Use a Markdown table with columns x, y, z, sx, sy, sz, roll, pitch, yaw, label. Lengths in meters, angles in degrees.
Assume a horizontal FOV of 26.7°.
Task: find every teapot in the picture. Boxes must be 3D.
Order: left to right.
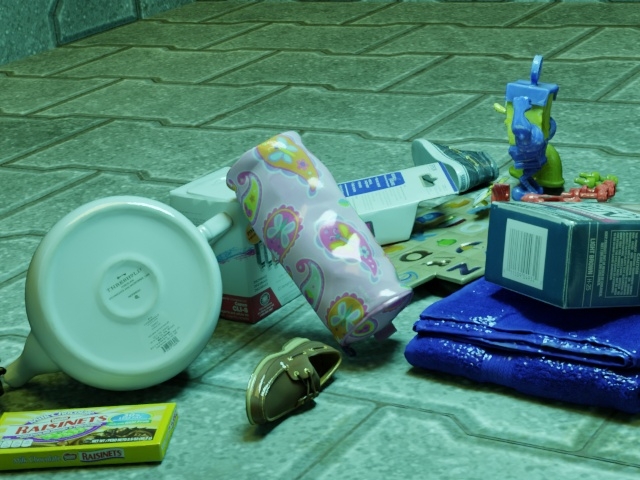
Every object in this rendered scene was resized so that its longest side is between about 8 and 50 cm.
| x | y | z | sx | sy | sz | roll | pitch | yaw | label |
| --- | --- | --- | --- | --- | --- | --- | --- | --- | --- |
| -0.244 | 0.067 | 1.666 | 0.256 | 0.253 | 0.187 | 9 | -11 | -13 | teapot |

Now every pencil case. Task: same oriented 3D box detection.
| x | y | z | sx | sy | sz | roll | pitch | yaw | label |
| --- | --- | --- | --- | --- | --- | --- | --- | --- | --- |
| 0.000 | 0.000 | 1.682 | 0.124 | 0.284 | 0.124 | -34 | -15 | -10 | pencil case |

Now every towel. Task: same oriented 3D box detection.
| x | y | z | sx | sy | sz | roll | pitch | yaw | label |
| --- | --- | --- | --- | --- | --- | --- | --- | --- | --- |
| 0.280 | 0.106 | 1.582 | 0.308 | 0.076 | 0.227 | 10 | 26 | 37 | towel |

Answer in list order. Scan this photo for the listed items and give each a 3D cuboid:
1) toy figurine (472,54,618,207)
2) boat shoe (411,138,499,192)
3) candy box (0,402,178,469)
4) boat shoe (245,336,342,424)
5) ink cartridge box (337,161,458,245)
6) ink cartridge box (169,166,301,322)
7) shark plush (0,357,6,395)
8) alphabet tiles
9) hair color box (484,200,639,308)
| x | y | z | sx | sy | sz | roll | pitch | yaw | label |
| --- | --- | --- | --- | --- | --- | --- | --- | --- | --- |
| 0.351 | -0.173 | 2.041 | 0.191 | 0.217 | 0.362 | 3 | 11 | 20 | toy figurine |
| 0.227 | -0.130 | 2.289 | 0.083 | 0.065 | 0.183 | -13 | 27 | -21 | boat shoe |
| -0.269 | 0.219 | 1.508 | 0.205 | 0.027 | 0.105 | -4 | 16 | 5 | candy box |
| -0.030 | 0.158 | 1.547 | 0.060 | 0.064 | 0.178 | 1 | 18 | 25 | boat shoe |
| 0.019 | -0.034 | 2.024 | 0.370 | 0.069 | 0.176 | -14 | 18 | 1 | ink cartridge box |
| -0.112 | 0.002 | 1.842 | 0.127 | 0.176 | 0.128 | 8 | 24 | 35 | ink cartridge box |
| -0.424 | 0.165 | 1.675 | 0.161 | 0.067 | 0.073 | 23 | -3 | 38 | shark plush |
| 0.163 | 0.001 | 1.942 | 0.285 | 0.011 | 0.342 | -24 | 21 | -28 | alphabet tiles |
| 0.392 | 0.013 | 1.635 | 0.347 | 0.105 | 0.174 | 0 | 10 | -26 | hair color box |
